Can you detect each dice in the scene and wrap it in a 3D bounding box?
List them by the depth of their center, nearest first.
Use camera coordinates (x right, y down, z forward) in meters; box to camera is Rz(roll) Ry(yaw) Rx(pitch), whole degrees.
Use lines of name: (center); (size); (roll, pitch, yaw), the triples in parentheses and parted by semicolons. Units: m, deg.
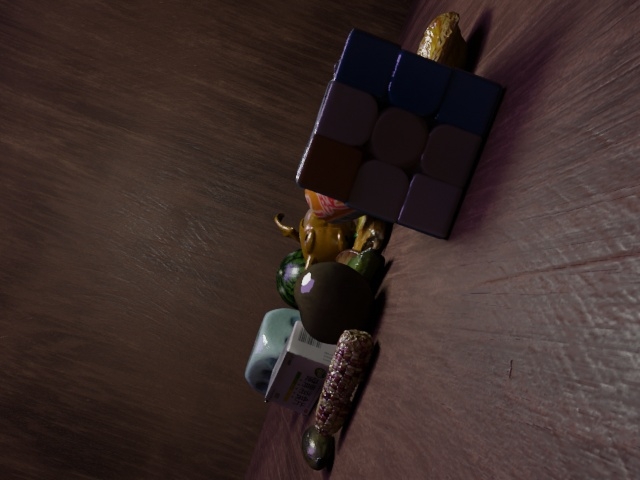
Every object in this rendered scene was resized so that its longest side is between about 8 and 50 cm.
dice: (-0.136, 0.450, 2.457); (0.263, 0.264, 0.268); (-76, 9, -54)

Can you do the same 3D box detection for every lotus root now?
lotus root: (-0.010, 0.546, 1.654); (0.179, 0.080, 0.089); (-104, 33, -84)

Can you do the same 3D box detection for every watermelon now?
watermelon: (-0.058, 0.171, 2.769); (0.285, 0.285, 0.285); (-160, 90, -86)

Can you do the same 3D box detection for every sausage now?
sausage: (0.112, -0.187, 1.963); (0.287, 0.233, 0.233); (-19, 47, 55)

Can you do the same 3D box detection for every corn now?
corn: (0.058, 0.364, 1.579); (0.098, 0.098, 0.290); (-98, 25, -81)

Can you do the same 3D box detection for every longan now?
longan: (0.037, 0.180, 1.738); (0.215, 0.246, 0.246); (-23, -39, -56)

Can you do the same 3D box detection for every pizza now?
pizza: (0.159, 0.011, 2.032); (0.251, 0.073, 0.288); (-151, 80, -86)

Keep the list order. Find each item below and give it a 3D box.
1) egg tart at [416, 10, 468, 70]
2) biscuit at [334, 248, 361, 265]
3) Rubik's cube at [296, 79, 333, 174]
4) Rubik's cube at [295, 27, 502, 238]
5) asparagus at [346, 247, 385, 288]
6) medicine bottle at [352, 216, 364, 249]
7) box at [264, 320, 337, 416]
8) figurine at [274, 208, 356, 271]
egg tart: (0.334, -0.481, 1.745); (0.319, 0.128, 0.319); (-160, 90, -83)
biscuit: (0.103, 0.118, 2.014); (0.228, 0.031, 0.176); (-36, 75, 54)
Rubik's cube: (0.124, -0.437, 2.723); (0.344, 0.344, 0.337); (-76, 6, -46)
Rubik's cube: (0.154, -0.230, 1.415); (0.346, 0.344, 0.347); (-98, 27, -83)
asparagus: (0.104, 0.145, 1.895); (0.128, 0.108, 0.382); (-28, -30, -47)
medicine bottle: (0.162, -0.042, 2.205); (0.111, 0.076, 0.309); (123, 166, -80)
box: (-0.066, 0.454, 2.170); (0.145, 0.173, 0.333); (-72, 4, -49)
figurine: (0.029, 0.023, 2.356); (0.268, 0.401, 0.387); (-31, 6, 4)
